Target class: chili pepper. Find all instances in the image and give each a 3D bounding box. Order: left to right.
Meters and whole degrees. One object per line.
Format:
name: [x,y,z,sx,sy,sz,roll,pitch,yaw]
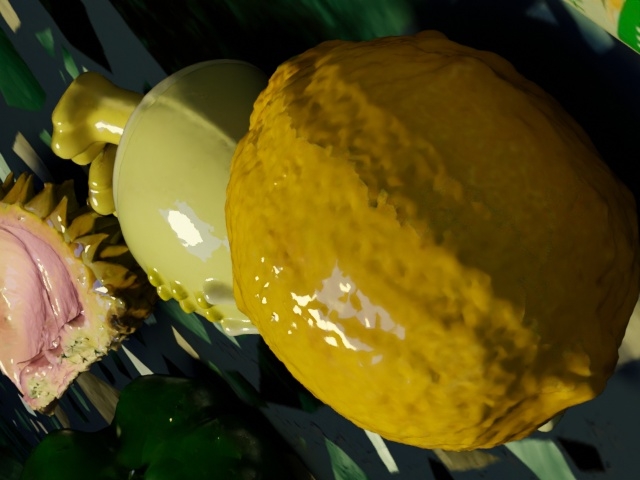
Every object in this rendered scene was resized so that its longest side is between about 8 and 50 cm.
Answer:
chili pepper: [-0.115,0.249,1.287,0.248,0.233,0.257,18,135,34]

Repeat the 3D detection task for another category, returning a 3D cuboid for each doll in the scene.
doll: [-0.009,0.008,0.752,0.296,0.117,0.141,39,159,36]

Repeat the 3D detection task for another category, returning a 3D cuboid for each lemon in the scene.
lemon: [0.035,-0.004,0.599,0.187,0.142,0.142,50,162,28]

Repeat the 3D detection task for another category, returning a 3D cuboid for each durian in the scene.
durian: [-0.208,0.021,1.274,0.191,0.112,0.341,60,154,7]

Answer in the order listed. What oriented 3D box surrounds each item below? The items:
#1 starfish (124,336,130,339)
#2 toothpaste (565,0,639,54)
starfish: [-0.207,0.058,1.464,0.086,0.016,0.092,56,166,-12]
toothpaste: [0.091,-0.088,0.467,0.314,0.056,0.058,43,119,37]
